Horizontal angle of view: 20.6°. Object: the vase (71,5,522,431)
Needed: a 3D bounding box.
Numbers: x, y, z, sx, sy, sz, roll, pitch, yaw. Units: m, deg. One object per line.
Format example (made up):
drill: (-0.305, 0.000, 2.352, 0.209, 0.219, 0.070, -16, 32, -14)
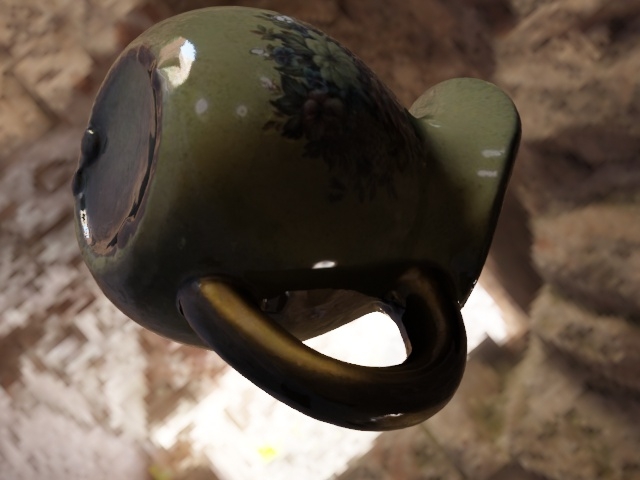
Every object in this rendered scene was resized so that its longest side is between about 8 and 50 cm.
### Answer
vase: (0.000, 0.000, 1.233, 0.302, 0.241, 0.329, 11, 43, -28)
